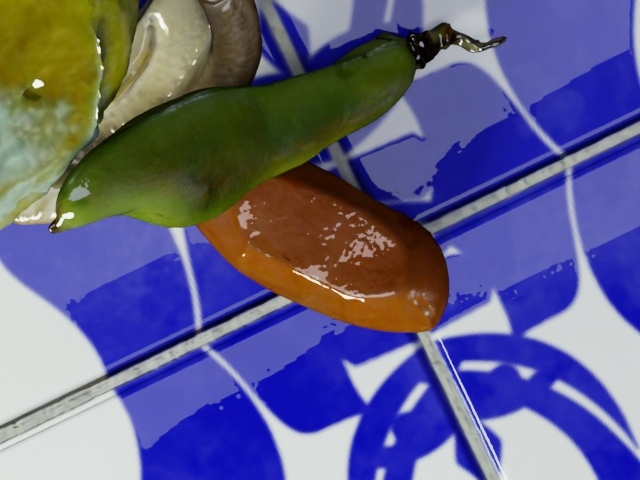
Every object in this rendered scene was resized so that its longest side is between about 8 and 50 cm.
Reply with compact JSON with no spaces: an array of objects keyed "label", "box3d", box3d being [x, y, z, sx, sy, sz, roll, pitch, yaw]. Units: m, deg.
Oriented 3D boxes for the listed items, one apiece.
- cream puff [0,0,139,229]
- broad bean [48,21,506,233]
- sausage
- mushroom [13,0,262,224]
[{"label":"cream puff","box3d":[-0.287,-0.167,1.004,0.378,0.275,0.378,-13,132,-15]},{"label":"broad bean","box3d":[-0.031,-0.071,1.091,0.325,0.075,0.067,-29,75,-35]},{"label":"sausage","box3d":[0.000,0.000,1.145,0.179,0.089,0.089,24,99,0]},{"label":"mushroom","box3d":[-0.107,-0.083,1.121,0.094,0.072,0.209,35,100,-10]}]
